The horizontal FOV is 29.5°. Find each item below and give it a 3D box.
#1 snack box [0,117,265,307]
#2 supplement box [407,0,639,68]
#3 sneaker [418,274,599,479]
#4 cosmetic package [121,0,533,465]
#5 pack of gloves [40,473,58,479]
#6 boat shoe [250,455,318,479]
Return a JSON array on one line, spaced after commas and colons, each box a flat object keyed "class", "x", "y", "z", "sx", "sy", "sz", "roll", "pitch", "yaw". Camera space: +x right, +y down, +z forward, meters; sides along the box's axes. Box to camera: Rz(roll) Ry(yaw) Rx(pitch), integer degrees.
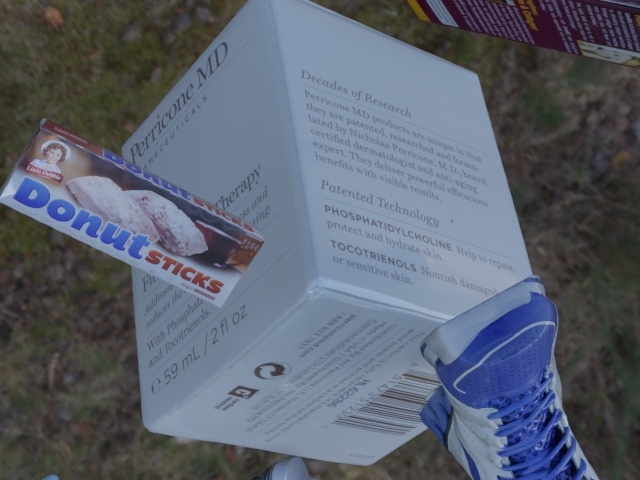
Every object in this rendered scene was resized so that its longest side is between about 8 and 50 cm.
[{"class": "snack box", "x": -0.130, "y": -0.017, "z": 0.855, "sx": 0.178, "sy": 0.022, "sz": 0.064, "roll": 28, "pitch": 110, "yaw": -21}, {"class": "supplement box", "x": 0.144, "y": -0.173, "z": 0.754, "sx": 0.104, "sy": 0.188, "sz": 0.081, "roll": 33, "pitch": 76, "yaw": -65}, {"class": "sneaker", "x": 0.183, "y": 0.167, "z": 1.071, "sx": 0.127, "sy": 0.182, "sz": 0.315, "roll": -28, "pitch": 155, "yaw": -10}, {"class": "cosmetic package", "x": 0.000, "y": 0.000, "z": 1.382, "sx": 0.327, "sy": 0.393, "sz": 0.329, "roll": 16, "pitch": 139, "yaw": -34}, {"class": "pack of gloves", "x": -0.190, "y": 0.277, "z": 0.816, "sx": 0.232, "sy": 0.195, "sz": 0.046, "roll": -51, "pitch": 148, "yaw": -30}, {"class": "boat shoe", "x": -0.051, "y": 0.316, "z": 1.523, "sx": 0.076, "sy": 0.080, "sz": 0.228, "roll": -2, "pitch": 165, "yaw": 9}]
